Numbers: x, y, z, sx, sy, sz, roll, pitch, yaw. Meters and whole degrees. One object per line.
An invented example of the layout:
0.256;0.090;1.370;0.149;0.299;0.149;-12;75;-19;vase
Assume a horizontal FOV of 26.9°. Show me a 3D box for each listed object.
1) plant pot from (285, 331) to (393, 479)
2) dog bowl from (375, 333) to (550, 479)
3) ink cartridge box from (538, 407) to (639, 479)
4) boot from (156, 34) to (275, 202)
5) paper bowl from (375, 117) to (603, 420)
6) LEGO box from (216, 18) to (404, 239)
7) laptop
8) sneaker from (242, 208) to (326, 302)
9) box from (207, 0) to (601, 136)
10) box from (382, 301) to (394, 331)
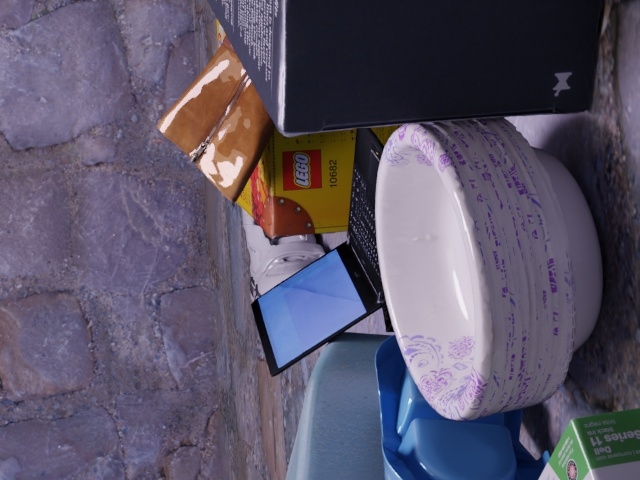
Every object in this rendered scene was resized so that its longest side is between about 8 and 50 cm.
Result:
0.080;0.251;1.575;0.247;0.247;0.252;102;171;-51;plant pot
0.135;0.200;1.359;0.297;0.165;0.074;-92;9;-61;dog bowl
0.259;0.267;1.108;0.153;0.086;0.208;101;158;-52;ink cartridge box
-0.050;-0.156;1.661;0.280;0.264;0.096;-53;-8;25;boot
0.163;0.019;1.268;0.284;0.148;0.284;169;90;-76;paper bowl
-0.025;-0.289;1.892;0.372;0.193;0.500;-139;46;-71;LEGO box
0.000;0.000;1.639;0.234;0.136;0.264;-116;29;-68;laptop
-0.062;0.009;2.276;0.366;0.137;0.210;-173;76;-80;sneaker
0.061;-0.278;1.309;0.395;0.293;0.212;-118;27;-59;box
0.117;0.003;1.638;0.147;0.077;0.180;112;152;-63;box
